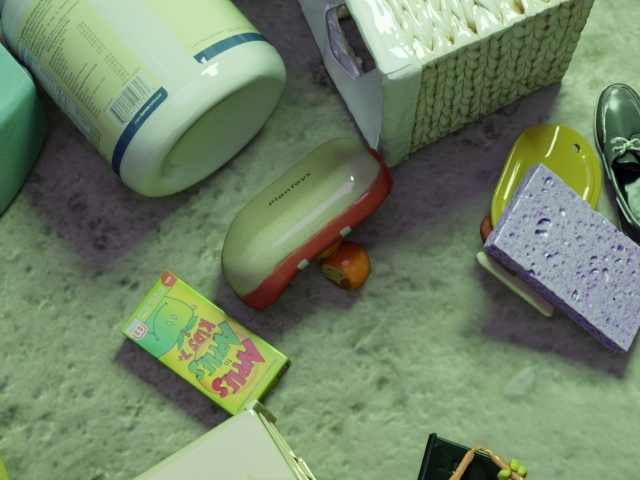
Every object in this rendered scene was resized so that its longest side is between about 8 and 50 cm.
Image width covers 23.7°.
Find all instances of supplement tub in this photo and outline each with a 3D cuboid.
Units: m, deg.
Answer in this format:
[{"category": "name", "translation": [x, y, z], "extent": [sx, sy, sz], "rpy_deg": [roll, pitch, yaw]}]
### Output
[{"category": "supplement tub", "translation": [-0.222, -0.237, 1.786], "extent": [0.235, 0.235, 0.325], "rpy_deg": [-40, 77, -5]}]

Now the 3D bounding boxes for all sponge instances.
[{"category": "sponge", "translation": [0.293, 0.022, 1.737], "extent": [0.210, 0.031, 0.117], "rpy_deg": [38, 70, -15]}]

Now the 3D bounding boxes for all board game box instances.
[{"category": "board game box", "translation": [-0.134, 0.125, 1.794], "extent": [0.181, 0.043, 0.092], "rpy_deg": [35, 82, 11]}]

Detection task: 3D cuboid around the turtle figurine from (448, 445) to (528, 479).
[{"category": "turtle figurine", "translation": [0.222, 0.374, 1.674], "extent": [0.217, 0.087, 0.269], "rpy_deg": [15, 60, -6]}]

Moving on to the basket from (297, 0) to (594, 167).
[{"category": "basket", "translation": [0.116, -0.310, 1.730], "extent": [0.266, 0.331, 0.328], "rpy_deg": [-25, 77, -3]}]

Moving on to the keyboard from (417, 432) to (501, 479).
[{"category": "keyboard", "translation": [0.096, 0.368, 1.676], "extent": [0.201, 0.033, 0.317], "rpy_deg": [24, 71, -26]}]

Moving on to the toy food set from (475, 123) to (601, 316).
[{"category": "toy food set", "translation": [0.242, -0.030, 1.779], "extent": [0.128, 0.071, 0.218], "rpy_deg": [30, 71, -18]}]

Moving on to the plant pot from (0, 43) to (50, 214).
[{"category": "plant pot", "translation": [-0.464, -0.137, 1.790], "extent": [0.252, 0.247, 0.248], "rpy_deg": [-39, 77, -13]}]

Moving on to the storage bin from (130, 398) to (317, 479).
[{"category": "storage bin", "translation": [-0.135, 0.301, 1.642], "extent": [0.262, 0.260, 0.123], "rpy_deg": [-32, 78, -3]}]

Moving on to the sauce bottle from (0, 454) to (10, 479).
[{"category": "sauce bottle", "translation": [-0.395, 0.324, 1.735], "extent": [0.111, 0.111, 0.344], "rpy_deg": [-22, 76, 0]}]

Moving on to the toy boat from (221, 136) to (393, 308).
[{"category": "toy boat", "translation": [0.000, 0.000, 1.776], "extent": [0.231, 0.151, 0.151], "rpy_deg": [-38, 113, 4]}]

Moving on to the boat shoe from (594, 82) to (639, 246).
[{"category": "boat shoe", "translation": [0.369, -0.095, 1.792], "extent": [0.075, 0.065, 0.206], "rpy_deg": [-8, 76, 3]}]
